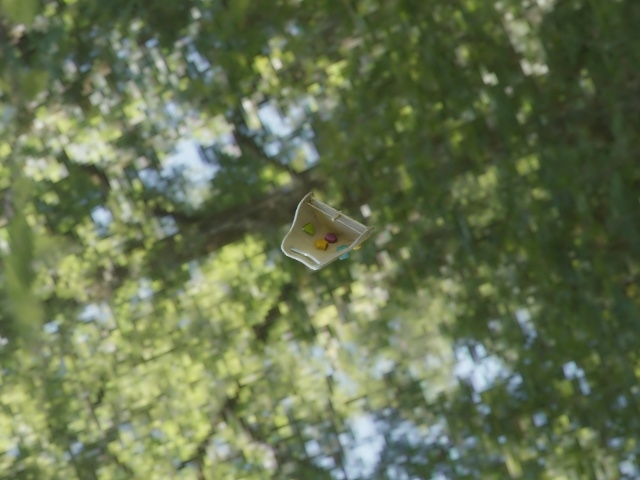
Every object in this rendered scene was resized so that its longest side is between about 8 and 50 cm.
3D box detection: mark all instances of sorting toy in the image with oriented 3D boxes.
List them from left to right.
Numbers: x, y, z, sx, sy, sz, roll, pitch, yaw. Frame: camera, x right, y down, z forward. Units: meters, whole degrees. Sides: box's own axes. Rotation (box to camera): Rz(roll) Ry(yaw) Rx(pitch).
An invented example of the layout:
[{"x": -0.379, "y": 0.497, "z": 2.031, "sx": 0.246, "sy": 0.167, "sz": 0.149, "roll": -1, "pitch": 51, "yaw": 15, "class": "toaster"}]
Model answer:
[{"x": 0.000, "y": 0.000, "z": 1.677, "sx": 0.075, "sy": 0.083, "sz": 0.045, "roll": -40, "pitch": -30, "yaw": -38, "class": "sorting toy"}]
